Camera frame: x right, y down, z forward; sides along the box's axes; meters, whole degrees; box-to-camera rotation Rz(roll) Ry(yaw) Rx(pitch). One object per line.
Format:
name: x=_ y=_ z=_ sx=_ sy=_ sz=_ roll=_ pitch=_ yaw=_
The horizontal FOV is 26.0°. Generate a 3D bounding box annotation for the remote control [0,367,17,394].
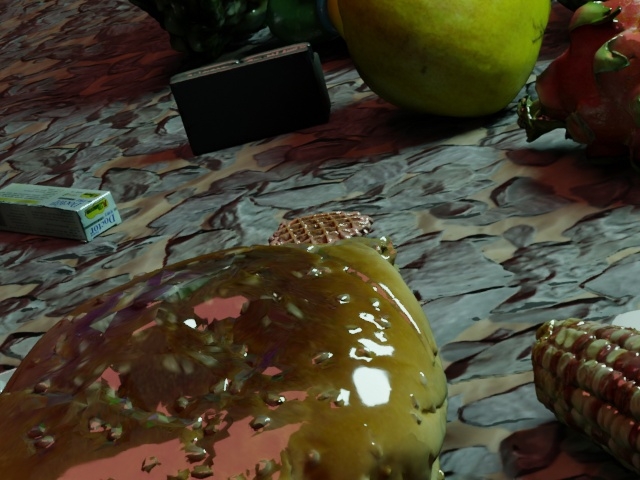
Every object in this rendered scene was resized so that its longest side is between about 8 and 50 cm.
remote control: x=-0.207 y=0.119 z=0.922 sx=0.250 sy=0.034 sz=0.103 roll=-20 pitch=22 yaw=-5

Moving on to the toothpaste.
toothpaste: x=-0.258 y=-0.028 z=1.303 sx=0.164 sy=0.034 sz=0.046 roll=6 pitch=31 yaw=44

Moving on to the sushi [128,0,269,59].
sushi: x=-0.107 y=-0.365 z=1.661 sx=0.294 sy=0.178 sz=0.352 roll=-50 pitch=-1 yaw=-4

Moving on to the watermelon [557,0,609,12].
watermelon: x=0.304 y=-0.318 z=1.358 sx=0.212 sy=0.212 sz=0.212 roll=-14 pitch=22 yaw=6

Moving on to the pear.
pear: x=0.109 y=-0.207 z=1.263 sx=0.200 sy=0.200 sz=0.200 roll=-14 pitch=22 yaw=6

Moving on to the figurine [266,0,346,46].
figurine: x=0.062 y=-0.280 z=1.569 sx=0.185 sy=0.127 sz=0.234 roll=-28 pitch=13 yaw=-35

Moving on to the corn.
corn: x=0.177 y=0.090 z=0.668 sx=0.079 sy=0.079 sz=0.237 roll=-25 pitch=21 yaw=-20

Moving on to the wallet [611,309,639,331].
wallet: x=0.228 y=0.050 z=0.787 sx=0.122 sy=0.025 sz=0.061 roll=-9 pitch=17 yaw=20

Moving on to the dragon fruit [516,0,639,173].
dragon fruit: x=0.235 y=-0.126 z=1.070 sx=0.137 sy=0.135 sz=0.236 roll=-32 pitch=8 yaw=-19

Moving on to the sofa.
sofa: x=-0.069 y=-0.148 z=1.384 sx=0.147 sy=0.085 sz=0.060 roll=-14 pitch=25 yaw=9

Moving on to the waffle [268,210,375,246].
waffle: x=0.000 y=0.000 z=1.062 sx=0.083 sy=0.029 sz=0.075 roll=-2 pitch=27 yaw=27

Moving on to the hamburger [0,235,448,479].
hamburger: x=-0.047 y=0.104 z=0.716 sx=0.286 sy=0.146 sz=0.243 roll=-30 pitch=32 yaw=-33
